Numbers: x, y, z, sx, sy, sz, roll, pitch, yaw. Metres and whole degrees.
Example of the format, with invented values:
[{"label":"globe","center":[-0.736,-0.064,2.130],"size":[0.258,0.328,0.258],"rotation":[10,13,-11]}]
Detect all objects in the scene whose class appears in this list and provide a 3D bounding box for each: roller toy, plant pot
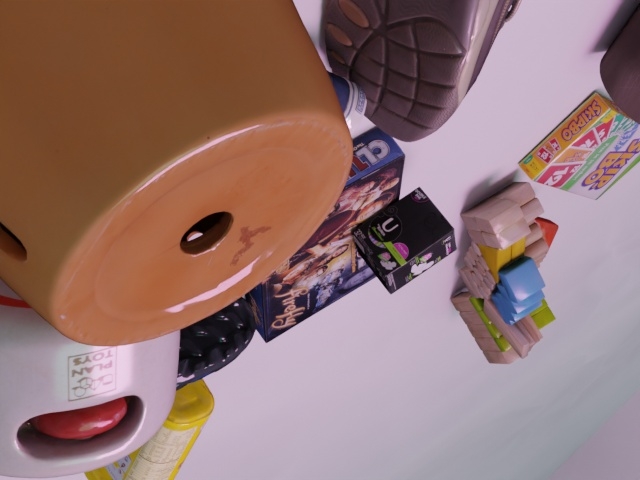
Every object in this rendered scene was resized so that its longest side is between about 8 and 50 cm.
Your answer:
[{"label":"roller toy","center":[-0.192,0.058,0.890],"size":[0.191,0.209,0.146],"rotation":[-60,160,-58]},{"label":"plant pot","center":[-0.116,-0.076,0.752],"size":[0.291,0.203,0.291],"rotation":[-30,156,-15]}]

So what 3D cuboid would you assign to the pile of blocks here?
[{"label":"pile of blocks","center":[0.257,0.046,1.592],"size":[0.113,0.149,0.362],"rotation":[-31,156,-11]}]

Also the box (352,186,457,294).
[{"label":"box","center":[0.084,0.000,1.254],"size":[0.083,0.062,0.052],"rotation":[-33,156,-7]}]

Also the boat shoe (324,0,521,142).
[{"label":"boat shoe","center":[0.105,-0.196,0.928],"size":[0.130,0.132,0.355],"rotation":[-37,168,-25]}]

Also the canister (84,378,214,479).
[{"label":"canister","center":[-0.179,0.182,1.263],"size":[0.073,0.126,0.170],"rotation":[-16,148,-40]}]

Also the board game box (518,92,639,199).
[{"label":"board game box","center":[0.344,-0.110,1.568],"size":[0.124,0.039,0.259],"rotation":[-44,159,20]}]

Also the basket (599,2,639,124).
[{"label":"basket","center":[0.400,-0.224,1.284],"size":[0.204,0.154,0.227],"rotation":[-20,156,-39]}]

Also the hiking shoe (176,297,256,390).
[{"label":"hiking shoe","center":[-0.207,0.115,1.143],"size":[0.304,0.113,0.132],"rotation":[-17,161,-20]}]

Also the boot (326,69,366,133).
[{"label":"boot","center":[-0.056,-0.082,1.027],"size":[0.086,0.069,0.190],"rotation":[25,130,-33]}]

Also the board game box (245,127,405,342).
[{"label":"board game box","center":[0.000,0.000,1.272],"size":[0.165,0.042,0.243],"rotation":[-30,157,-15]}]
